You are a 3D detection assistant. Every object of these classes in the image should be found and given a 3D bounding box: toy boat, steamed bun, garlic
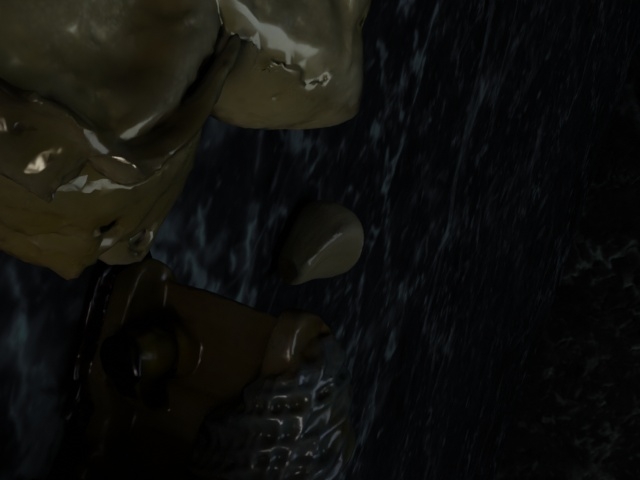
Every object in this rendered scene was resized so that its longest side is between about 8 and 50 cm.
[{"bbox_3d":[-0.100,0.229,0.675,0.162,0.136,0.445,11,96,-62],"label":"toy boat"},{"bbox_3d":[-0.074,-0.085,0.421,0.192,0.106,0.177,43,54,-26],"label":"steamed bun"},{"bbox_3d":[0.000,0.001,0.958,0.083,0.041,0.053,-21,139,-61],"label":"garlic"}]
